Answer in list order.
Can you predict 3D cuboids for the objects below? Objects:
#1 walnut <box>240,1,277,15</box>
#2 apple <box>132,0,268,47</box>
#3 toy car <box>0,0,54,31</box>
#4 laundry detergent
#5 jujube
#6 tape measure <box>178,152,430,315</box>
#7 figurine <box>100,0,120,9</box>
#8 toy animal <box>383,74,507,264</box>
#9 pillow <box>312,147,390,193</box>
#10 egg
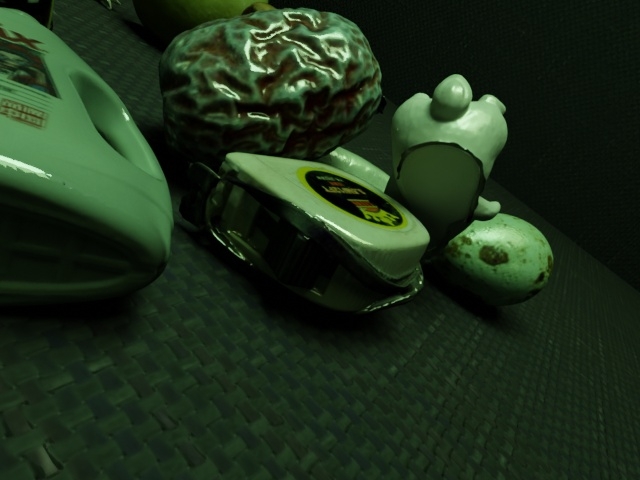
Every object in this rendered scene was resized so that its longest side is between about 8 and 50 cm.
[{"bbox_3d":[-0.111,-0.338,0.869,0.224,0.257,0.257,-24,57,-24],"label":"walnut"},{"bbox_3d":[-0.254,-0.536,0.986,0.233,0.258,0.295,46,31,19],"label":"apple"},{"bbox_3d":[-0.449,-0.283,0.503,0.124,0.101,0.257,31,24,5],"label":"toy car"},{"bbox_3d":[-0.284,-0.120,0.404,0.264,0.125,0.398,13,32,-34],"label":"laundry detergent"},{"bbox_3d":[-0.068,-0.208,0.620,0.317,0.226,0.226,-15,47,-18],"label":"jujube"},{"bbox_3d":[0.000,0.000,0.534,0.231,0.133,0.271,42,25,30],"label":"tape measure"},{"bbox_3d":[-0.515,-0.585,0.958,0.146,0.081,0.098,39,-11,7],"label":"figurine"},{"bbox_3d":[0.155,-0.079,0.667,0.208,0.325,0.154,34,47,-6],"label":"toy animal"},{"bbox_3d":[0.034,-0.122,0.818,0.254,0.078,0.144,24,-9,-20],"label":"pillow"},{"bbox_3d":[0.307,0.031,0.798,0.231,0.169,0.169,13,31,-13],"label":"egg"}]
